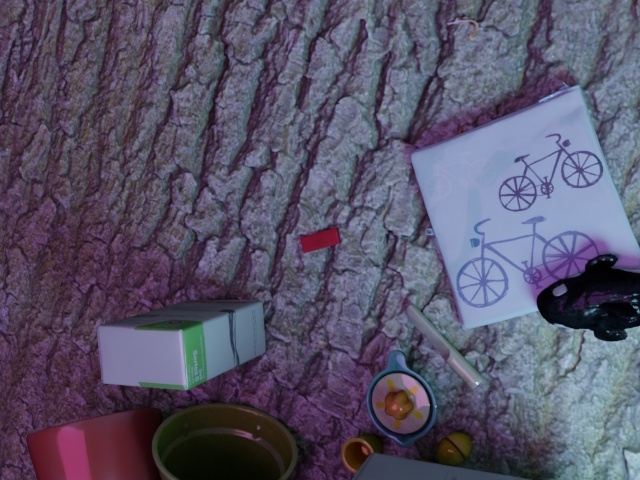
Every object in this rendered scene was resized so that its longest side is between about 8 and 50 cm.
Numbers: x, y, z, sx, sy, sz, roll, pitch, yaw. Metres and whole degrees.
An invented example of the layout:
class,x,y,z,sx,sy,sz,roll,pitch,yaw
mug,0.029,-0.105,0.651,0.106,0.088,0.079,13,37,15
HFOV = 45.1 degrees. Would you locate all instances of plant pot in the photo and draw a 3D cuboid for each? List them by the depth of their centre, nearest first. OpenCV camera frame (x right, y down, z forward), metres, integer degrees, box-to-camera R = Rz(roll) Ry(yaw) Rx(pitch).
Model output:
class,x,y,z,sx,sy,sz,roll,pitch,yaw
plant pot,-0.196,0.501,1.498,0.276,0.276,0.253,20,114,25
plant pot,-0.443,0.491,1.573,0.275,0.275,0.243,-20,74,27

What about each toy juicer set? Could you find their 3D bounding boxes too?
class,x,y,z,sx,sy,sz,roll,pitch,yaw
toy juicer set,0.177,0.305,1.368,0.209,0.089,0.329,27,105,23

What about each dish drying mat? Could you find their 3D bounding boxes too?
class,x,y,z,sx,sy,sz,roll,pitch,yaw
dish drying mat,0.000,0.000,1.483,0.083,0.008,0.032,-16,86,28

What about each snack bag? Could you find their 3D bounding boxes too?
class,x,y,z,sx,sy,sz,roll,pitch,yaw
snack bag,0.332,-0.048,1.294,0.323,0.037,0.342,-21,85,26

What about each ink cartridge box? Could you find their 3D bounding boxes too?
class,x,y,z,sx,sy,sz,roll,pitch,yaw
ink cartridge box,-0.258,0.192,1.481,0.198,0.273,0.114,-2,95,27

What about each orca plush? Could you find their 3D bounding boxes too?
class,x,y,z,sx,sy,sz,roll,pitch,yaw
orca plush,0.480,0.115,1.176,0.287,0.102,0.151,11,116,13

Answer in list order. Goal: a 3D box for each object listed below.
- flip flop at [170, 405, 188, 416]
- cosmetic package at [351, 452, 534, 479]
class,x,y,z,sx,sy,sz,roll,pitch,yaw
flip flop,-0.290,0.487,1.625,0.112,0.080,0.277,12,99,26
cosmetic package,0.209,0.554,1.121,0.394,0.327,0.329,3,102,20
